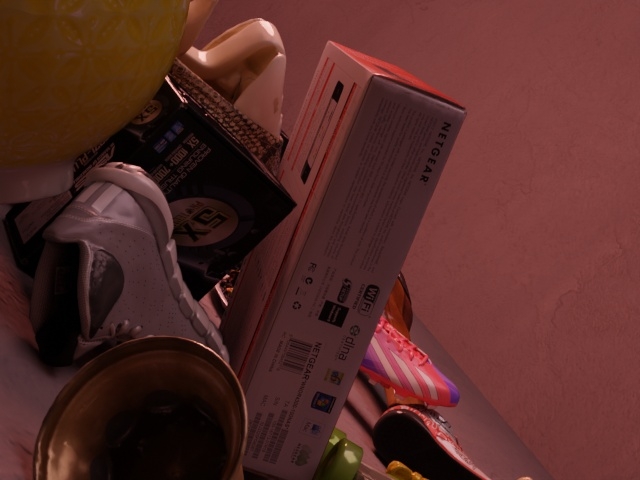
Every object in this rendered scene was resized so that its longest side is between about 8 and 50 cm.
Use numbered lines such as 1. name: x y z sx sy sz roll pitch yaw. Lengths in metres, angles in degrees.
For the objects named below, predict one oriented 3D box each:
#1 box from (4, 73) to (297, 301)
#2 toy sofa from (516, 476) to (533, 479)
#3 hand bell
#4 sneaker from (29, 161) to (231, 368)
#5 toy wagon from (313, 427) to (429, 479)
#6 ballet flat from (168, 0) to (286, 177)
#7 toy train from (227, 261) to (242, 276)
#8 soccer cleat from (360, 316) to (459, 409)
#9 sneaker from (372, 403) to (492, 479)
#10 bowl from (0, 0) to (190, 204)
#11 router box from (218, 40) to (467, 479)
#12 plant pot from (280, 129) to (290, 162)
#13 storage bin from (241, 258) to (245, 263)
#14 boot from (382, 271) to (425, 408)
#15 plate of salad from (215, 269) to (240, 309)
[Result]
1. box: -0.137 -0.023 0.905 0.147 0.180 0.077 43 5 -40
2. toy sofa: 0.283 0.399 1.065 0.150 0.177 0.362 59 -2 -39
3. hand bell: -0.065 0.169 0.696 0.126 0.126 0.242 52 -6 35
4. sneaker: -0.147 0.070 0.802 0.132 0.086 0.229 -51 131 -47
5. toy wagon: 0.106 0.265 1.006 0.267 0.068 0.344 32 -6 -2
6. ballet flat: -0.143 -0.186 1.062 0.483 0.182 0.164 41 9 -42
7. toy train: -0.096 0.047 1.440 0.027 0.036 0.158 51 7 32
8. soccer cleat: 0.079 0.140 1.463 0.248 0.095 0.083 26 1 6
9. sneaker: 0.180 0.314 1.417 0.270 0.090 0.145 46 8 10
10. bowl: -0.233 -0.111 0.767 0.289 0.289 0.156 -112 -158 -74
11. router box: 0.000 0.000 1.000 0.082 0.335 0.301 19 13 -11
12. plant pot: -0.160 -0.156 1.685 0.187 0.167 0.188 50 7 26
13. storage bin: -0.130 -0.031 1.487 0.091 0.098 0.135 31 14 -34
14. boot: 0.077 0.130 1.636 0.264 0.096 0.280 60 18 -49
15. plate of salad: -0.053 0.104 1.321 0.200 0.048 0.200 47 7 -7
